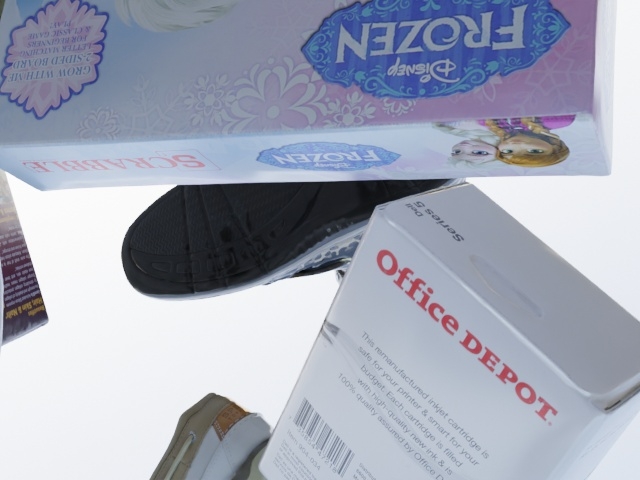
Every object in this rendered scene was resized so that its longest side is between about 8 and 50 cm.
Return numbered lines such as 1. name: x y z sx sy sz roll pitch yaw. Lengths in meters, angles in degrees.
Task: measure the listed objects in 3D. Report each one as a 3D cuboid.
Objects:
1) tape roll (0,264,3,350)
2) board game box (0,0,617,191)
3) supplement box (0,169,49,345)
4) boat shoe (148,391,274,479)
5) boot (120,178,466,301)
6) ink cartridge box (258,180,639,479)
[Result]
1. tape roll: -0.220 0.053 0.275 0.100 0.286 0.286 11 -146 15
2. board game box: -0.008 -0.186 0.487 0.319 0.066 0.318 -1 -108 24
3. supplement box: -0.280 -0.009 0.689 0.081 0.188 0.104 -14 -174 7
4. boat shoe: -0.136 0.274 0.856 0.103 0.302 0.113 39 -169 20
5. boot: 0.000 0.000 1.049 0.377 0.284 0.138 -24 -113 8
6. ink cartridge box: 0.090 0.126 0.672 0.115 0.273 0.198 -17 -129 -44
